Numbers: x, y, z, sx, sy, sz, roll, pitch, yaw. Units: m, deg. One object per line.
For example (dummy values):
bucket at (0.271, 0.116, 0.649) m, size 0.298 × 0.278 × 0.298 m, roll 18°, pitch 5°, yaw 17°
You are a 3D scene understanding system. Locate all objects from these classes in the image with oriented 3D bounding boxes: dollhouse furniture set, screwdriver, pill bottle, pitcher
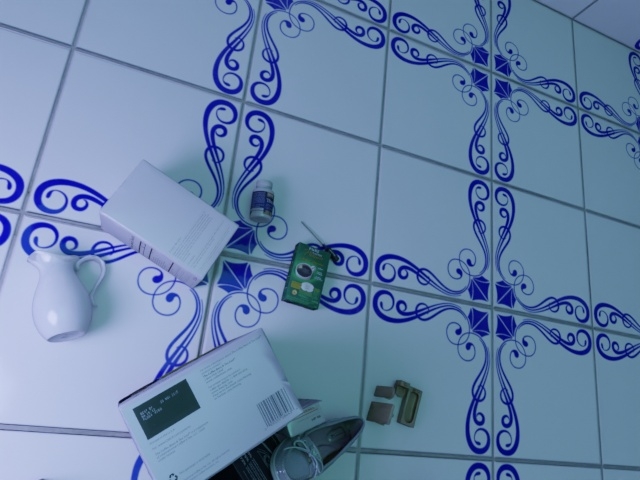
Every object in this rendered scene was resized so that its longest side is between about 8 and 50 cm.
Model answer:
dollhouse furniture set at (0.248, 0.493, 1.431) m, size 0.151 × 0.123 × 0.144 m, roll 27°, pitch 67°, yaw -15°
screwdriver at (0.000, 0.000, 1.513) m, size 0.025 × 0.024 × 0.170 m, roll -38°, pitch 91°, yaw 2°
pill bottle at (-0.173, -0.118, 1.442) m, size 0.067 × 0.067 × 0.120 m, roll 11°, pitch 72°, yaw -21°
pitcher at (-0.603, 0.131, 1.169) m, size 0.177 × 0.125 × 0.207 m, roll -3°, pitch 65°, yaw -40°

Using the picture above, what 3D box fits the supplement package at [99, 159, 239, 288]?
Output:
supplement package at (-0.396, -0.035, 1.262) m, size 0.292 × 0.175 × 0.178 m, roll 36°, pitch 66°, yaw -11°

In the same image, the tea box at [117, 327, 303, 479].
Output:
tea box at (-0.268, 0.387, 1.122) m, size 0.328 × 0.323 × 0.220 m, roll -26°, pitch 87°, yaw -26°

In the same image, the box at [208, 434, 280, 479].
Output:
box at (-0.170, 0.567, 1.173) m, size 0.108 × 0.207 × 0.153 m, roll -35°, pitch 85°, yaw 16°

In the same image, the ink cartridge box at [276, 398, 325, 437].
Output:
ink cartridge box at (-0.061, 0.467, 1.271) m, size 0.104 × 0.180 × 0.060 m, roll -17°, pitch 81°, yaw -26°

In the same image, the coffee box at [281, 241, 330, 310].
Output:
coffee box at (-0.042, 0.109, 1.454) m, size 0.113 × 0.040 × 0.184 m, roll 19°, pitch 70°, yaw -18°

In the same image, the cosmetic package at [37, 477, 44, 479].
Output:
cosmetic package at (-0.691, 0.602, 0.992) m, size 0.237 × 0.127 × 0.107 m, roll -15°, pitch 82°, yaw -24°

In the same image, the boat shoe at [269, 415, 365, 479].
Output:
boat shoe at (-0.003, 0.536, 1.253) m, size 0.320 × 0.103 × 0.118 m, roll -1°, pitch 58°, yaw -51°
